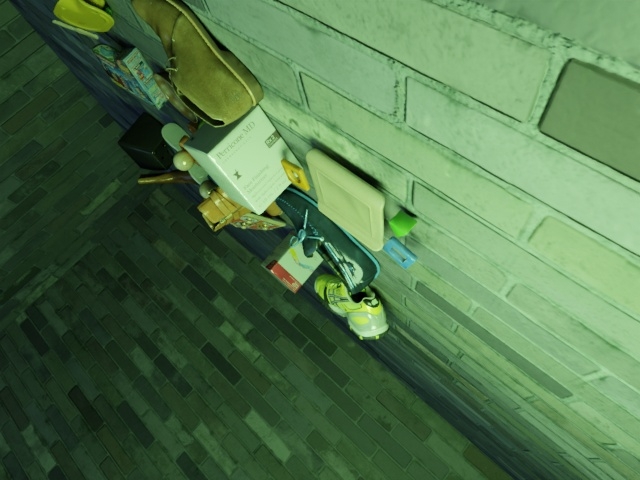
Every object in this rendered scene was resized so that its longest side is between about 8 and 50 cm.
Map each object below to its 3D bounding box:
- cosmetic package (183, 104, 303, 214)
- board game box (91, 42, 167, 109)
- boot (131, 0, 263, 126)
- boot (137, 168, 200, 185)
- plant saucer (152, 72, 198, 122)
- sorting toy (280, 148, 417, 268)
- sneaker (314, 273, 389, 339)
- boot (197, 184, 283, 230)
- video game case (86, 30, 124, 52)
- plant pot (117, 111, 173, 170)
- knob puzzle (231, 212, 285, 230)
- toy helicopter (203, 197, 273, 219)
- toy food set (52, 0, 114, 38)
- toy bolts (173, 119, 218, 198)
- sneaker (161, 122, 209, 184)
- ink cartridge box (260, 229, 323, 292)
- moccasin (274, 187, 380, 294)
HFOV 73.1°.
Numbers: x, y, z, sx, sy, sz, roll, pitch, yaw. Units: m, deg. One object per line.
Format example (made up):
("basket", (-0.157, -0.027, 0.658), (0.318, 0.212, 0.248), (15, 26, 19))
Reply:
("cosmetic package", (-0.169, -0.185, 0.956), (0.151, 0.151, 0.184), (28, 162, 49))
("board game box", (-0.570, -0.511, 1.288), (0.194, 0.060, 0.194), (32, 163, 7))
("boot", (-0.253, -0.339, 0.794), (0.305, 0.115, 0.112), (44, 170, 1))
("boot", (-0.622, -0.275, 1.825), (0.264, 0.280, 0.096), (-144, 51, -62))
("plant saucer", (-0.402, -0.409, 1.223), (0.168, 0.029, 0.168), (40, 167, 12))
("sorting toy", (0.058, -0.082, 0.844), (0.347, 0.047, 0.196), (38, 162, 22))
("sneaker", (0.102, 0.179, 1.458), (0.384, 0.145, 0.147), (30, 132, 54))
("boot", (-0.222, -0.097, 1.252), (0.109, 0.220, 0.283), (38, 167, 20))
("video game case", (-0.673, -0.601, 1.435), (0.206, 0.026, 0.227), (40, 168, 14))
("plant pot", (-0.725, -0.414, 1.898), (0.167, 0.187, 0.188), (24, 161, 22))
("knob puzzle", (-0.252, -0.056, 1.562), (0.213, 0.030, 0.213), (5, 168, 1))
("toy helicopter", (-0.294, -0.144, 1.636), (0.235, 0.140, 0.355), (36, 180, -11))
("toy food set", (-0.601, -0.592, 1.097), (0.128, 0.071, 0.217), (5, -176, -39))
("toy bolts", (-0.369, -0.247, 1.356), (0.218, 0.158, 0.228), (28, 161, 50))
("sneaker", (-0.490, -0.312, 1.673), (0.296, 0.104, 0.147), (51, 169, -6))
("ink cartridge box", (-0.094, 0.069, 1.519), (0.127, 0.176, 0.128), (45, 169, -20))
("moccasin", (0.000, 0.000, 1.124), (0.342, 0.117, 0.138), (41, 168, 9))
